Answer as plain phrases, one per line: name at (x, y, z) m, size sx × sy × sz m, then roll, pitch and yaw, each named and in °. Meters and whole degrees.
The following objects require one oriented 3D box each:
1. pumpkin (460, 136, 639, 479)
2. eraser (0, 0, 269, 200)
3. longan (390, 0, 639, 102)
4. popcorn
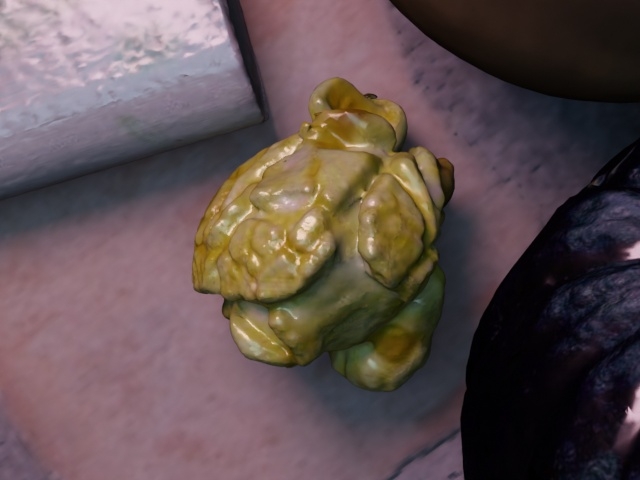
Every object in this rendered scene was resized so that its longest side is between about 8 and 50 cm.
pumpkin at (0.237, 0.089, 0.794) m, size 0.363 × 0.363 × 0.266 m, roll -14°, pitch 131°, yaw 5°
eraser at (-0.159, -0.114, 0.956) m, size 0.227 × 0.081 × 0.174 m, roll -16°, pitch 89°, yaw 6°
longan at (0.151, -0.219, 0.820) m, size 0.319 × 0.319 × 0.319 m, roll 0°, pitch 91°, yaw 5°
popcorn at (0.000, 0.000, 0.916) m, size 0.135 × 0.141 × 0.162 m, roll 1°, pitch 99°, yaw 19°
